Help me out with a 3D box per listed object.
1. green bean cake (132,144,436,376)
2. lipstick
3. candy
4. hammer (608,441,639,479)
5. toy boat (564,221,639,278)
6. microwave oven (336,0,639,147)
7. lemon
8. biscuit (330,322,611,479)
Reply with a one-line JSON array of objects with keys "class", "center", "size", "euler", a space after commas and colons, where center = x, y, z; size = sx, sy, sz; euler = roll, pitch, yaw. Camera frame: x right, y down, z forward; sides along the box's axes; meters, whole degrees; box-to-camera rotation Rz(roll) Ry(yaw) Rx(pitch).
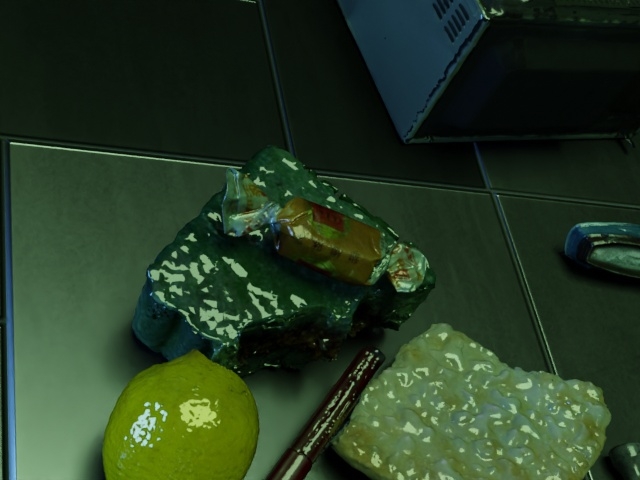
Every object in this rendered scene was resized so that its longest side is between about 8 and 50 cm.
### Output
[{"class": "green bean cake", "center": [-0.033, 0.049, 0.846], "size": [0.193, 0.107, 0.208], "euler": [40, 49, 1]}, {"class": "lipstick", "center": [-0.003, 0.152, 0.807], "size": [0.027, 0.027, 0.176], "euler": [37, 62, 2]}, {"class": "candy", "center": [0.000, 0.000, 0.799], "size": [0.182, 0.046, 0.053], "euler": [24, 48, -17]}, {"class": "hammer", "center": [0.179, 0.240, 0.857], "size": [0.290, 0.037, 0.137], "euler": [4, 53, -26]}, {"class": "toy boat", "center": [0.324, 0.006, 1.094], "size": [0.137, 0.060, 0.061], "euler": [6, 29, -17]}, {"class": "microwave oven", "center": [0.237, -0.273, 1.149], "size": [0.355, 0.218, 0.286], "euler": [-3, 57, -29]}, {"class": "lemon", "center": [-0.101, 0.144, 0.734], "size": [0.109, 0.109, 0.133], "euler": [18, 93, -14]}, {"class": "biscuit", "center": [0.128, 0.149, 0.872], "size": [0.266, 0.040, 0.188], "euler": [-2, 43, -20]}]
